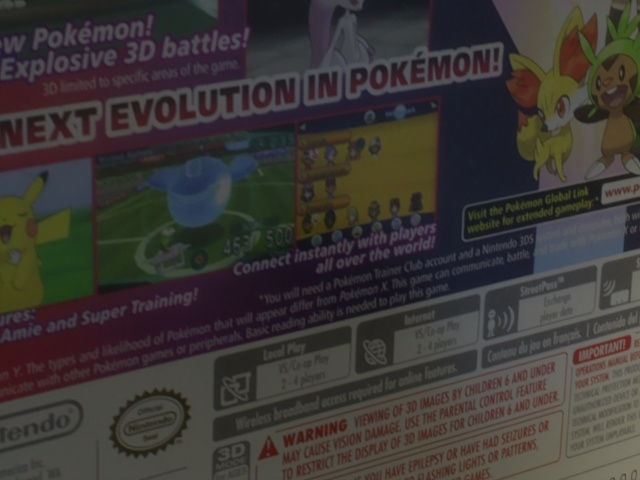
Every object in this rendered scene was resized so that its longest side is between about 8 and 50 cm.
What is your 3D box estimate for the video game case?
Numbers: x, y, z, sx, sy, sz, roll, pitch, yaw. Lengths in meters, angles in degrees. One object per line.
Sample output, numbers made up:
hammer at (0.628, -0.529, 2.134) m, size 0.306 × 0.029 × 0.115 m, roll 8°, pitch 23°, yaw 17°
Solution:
video game case at (0.000, 0.000, 0.361) m, size 0.201 × 0.183 × 0.023 m, roll -12°, pitch -158°, yaw -35°
